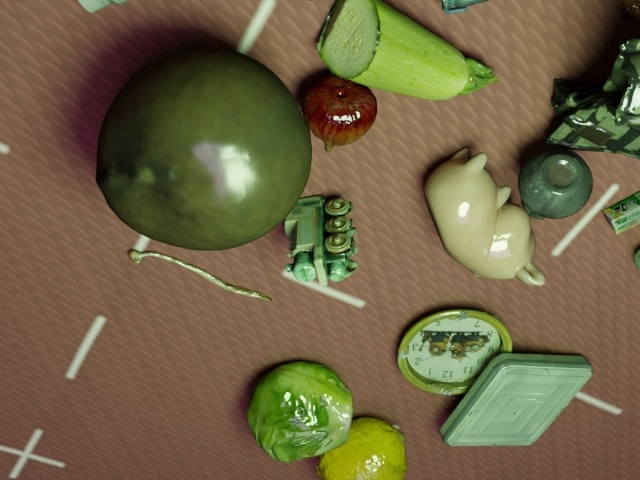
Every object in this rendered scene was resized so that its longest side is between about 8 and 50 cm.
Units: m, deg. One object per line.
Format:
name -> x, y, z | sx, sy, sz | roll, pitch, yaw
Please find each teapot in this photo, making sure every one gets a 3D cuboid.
teapot -> 0.220, -0.378, 1.128 | 0.083, 0.063, 0.049 | -12, 93, 6

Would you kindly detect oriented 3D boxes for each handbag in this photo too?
handbag -> 0.544, -0.195, 1.119 | 0.327, 0.325, 0.163 | 3, 88, -3

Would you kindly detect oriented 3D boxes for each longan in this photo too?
longan -> -0.172, -0.131, 1.108 | 0.318, 0.319, 0.319 | -3, 125, -4

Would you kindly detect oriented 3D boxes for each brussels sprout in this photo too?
brussels sprout -> -0.042, 0.347, 1.535 | 0.223, 0.161, 0.223 | -2, 102, -9

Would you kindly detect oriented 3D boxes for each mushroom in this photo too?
mushroom -> -0.219, 0.066, 1.403 | 0.286, 0.026, 0.028 | 18, 137, -19

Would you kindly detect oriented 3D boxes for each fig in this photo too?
fig -> 0.017, -0.191, 1.194 | 0.119, 0.119, 0.153 | 21, 127, -18

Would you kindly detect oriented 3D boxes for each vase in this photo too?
vase -> 0.391, -0.084, 1.274 | 0.120, 0.120, 0.183 | -11, 165, 2

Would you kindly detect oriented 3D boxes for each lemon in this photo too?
lemon -> 0.091, 0.474, 1.615 | 0.193, 0.180, 0.181 | -26, 127, -17

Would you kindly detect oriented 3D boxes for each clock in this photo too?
clock -> 0.272, 0.219, 1.532 | 0.237, 0.057, 0.237 | -1, 124, -2

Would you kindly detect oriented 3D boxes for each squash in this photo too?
squash -> 0.143, -0.265, 1.147 | 0.287, 0.137, 0.137 | 22, 120, -22

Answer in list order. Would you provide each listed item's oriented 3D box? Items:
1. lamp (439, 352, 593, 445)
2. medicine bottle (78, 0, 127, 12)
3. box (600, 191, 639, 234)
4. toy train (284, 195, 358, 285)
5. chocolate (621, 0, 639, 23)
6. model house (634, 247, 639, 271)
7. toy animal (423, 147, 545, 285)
lamp -> 0.417, 0.345, 1.597 | 0.266, 0.047, 0.269 | 7, 127, -27
medicine bottle -> -0.283, -0.379, 1.053 | 0.130, 0.080, 0.080 | -23, 123, 11
box -> 0.622, -0.080, 1.362 | 0.207, 0.050, 0.041 | -29, 121, 14
toy train -> 0.000, 0.000, 1.274 | 0.125, 0.194, 0.081 | -8, 128, 8
chocolate -> 0.507, -0.385, 1.099 | 0.124, 0.127, 0.133 | -5, 107, 4
model house -> 0.750, -0.047, 1.316 | 0.267, 0.194, 0.325 | 1, 122, -7
toy animal -> 0.278, -0.029, 1.298 | 0.154, 0.166, 0.250 | -42, 108, 3
